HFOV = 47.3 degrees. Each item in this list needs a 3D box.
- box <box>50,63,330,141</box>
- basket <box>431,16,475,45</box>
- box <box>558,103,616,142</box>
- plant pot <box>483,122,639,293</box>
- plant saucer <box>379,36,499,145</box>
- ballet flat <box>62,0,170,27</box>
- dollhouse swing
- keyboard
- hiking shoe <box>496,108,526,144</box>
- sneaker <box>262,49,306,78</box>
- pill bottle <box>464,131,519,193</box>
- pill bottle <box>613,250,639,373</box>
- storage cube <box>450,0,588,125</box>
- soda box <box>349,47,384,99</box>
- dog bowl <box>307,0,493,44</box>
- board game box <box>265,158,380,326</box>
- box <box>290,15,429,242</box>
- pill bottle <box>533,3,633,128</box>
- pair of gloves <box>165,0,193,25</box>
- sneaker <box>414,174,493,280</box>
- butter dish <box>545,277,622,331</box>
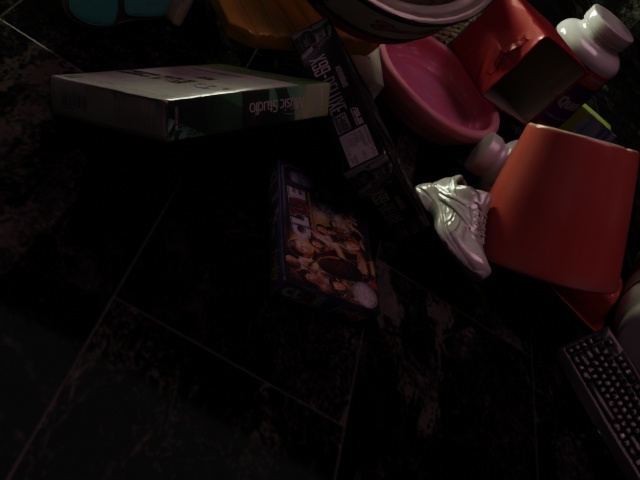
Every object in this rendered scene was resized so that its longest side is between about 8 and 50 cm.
[{"bbox_3d":[-0.172,-0.202,1.029,0.232,0.058,0.322,18,25,34],"label":"box"},{"bbox_3d":[0.189,-0.636,1.690,0.328,0.266,0.331,2,52,-40],"label":"basket"},{"bbox_3d":[0.677,-0.304,1.931,0.178,0.109,0.042,40,36,-4],"label":"box"},{"bbox_3d":[0.422,-0.065,1.284,0.275,0.243,0.275,15,11,-3],"label":"plant pot"},{"bbox_3d":[0.239,-0.326,1.588,0.332,0.084,0.332,24,42,-24],"label":"plant saucer"},{"bbox_3d":[-0.334,-0.381,1.164,0.068,0.072,0.213,28,30,27],"label":"ballet flat"},{"bbox_3d":[-0.044,-0.530,1.305,0.347,0.315,0.305,-2,28,-23],"label":"dollhouse swing"},{"bbox_3d":[0.564,0.289,1.246,0.201,0.033,0.317,-21,65,-10],"label":"keyboard"},{"bbox_3d":[0.468,-0.216,1.682,0.114,0.086,0.227,14,45,-28],"label":"hiking shoe"},{"bbox_3d":[-0.068,-0.342,1.348,0.188,0.066,0.071,44,49,9],"label":"sneaker"},{"bbox_3d":[0.425,-0.106,1.490,0.264,0.146,0.146,36,38,-8],"label":"pill bottle"},{"bbox_3d":[0.714,0.138,1.448,0.224,0.224,0.392,46,38,5],"label":"pill bottle"},{"bbox_3d":[0.441,-0.410,1.633,0.215,0.183,0.193,20,38,-40],"label":"storage cube"},{"bbox_3d":[0.056,-0.379,1.469,0.098,0.091,0.286,21,42,-23],"label":"soda box"},{"bbox_3d":[0.116,-0.522,1.257,0.408,0.150,0.408,6,75,-22],"label":"dog bowl"},{"bbox_3d":[0.000,0.000,1.100,0.165,0.042,0.243,20,43,-27],"label":"board game box"},{"bbox_3d":[0.067,-0.179,1.210,0.242,0.076,0.307,48,19,-56],"label":"box"},{"bbox_3d":[0.588,-0.405,1.772,0.181,0.323,0.181,23,42,-23],"label":"pill bottle"},{"bbox_3d":[-0.254,-0.515,1.237,0.240,0.204,0.042,56,26,16],"label":"pair of gloves"},{"bbox_3d":[0.245,-0.035,1.233,0.090,0.115,0.232,52,13,-49],"label":"sneaker"},{"bbox_3d":[0.541,0.074,1.444,0.160,0.118,0.160,47,39,5],"label":"butter dish"}]
